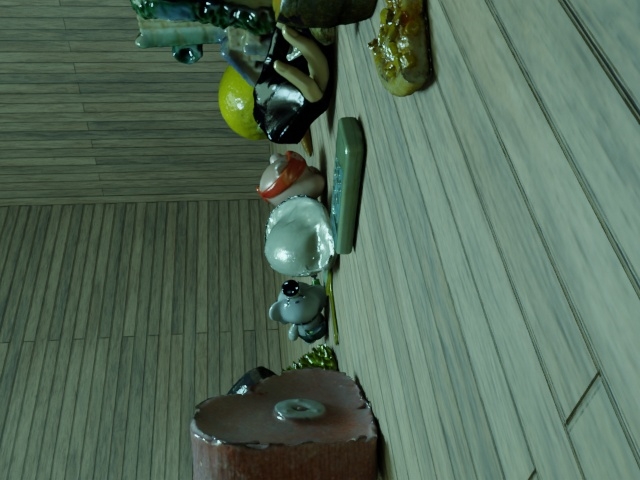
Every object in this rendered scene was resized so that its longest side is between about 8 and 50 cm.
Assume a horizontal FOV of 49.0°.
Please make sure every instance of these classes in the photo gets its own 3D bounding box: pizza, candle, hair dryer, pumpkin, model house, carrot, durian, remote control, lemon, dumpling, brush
[{"bbox_3d":[0.084,-0.220,0.751,0.178,0.041,0.130,-100,12,-50],"label":"pizza"},{"bbox_3d":[-0.027,0.315,1.104,0.317,0.287,0.131,-17,-73,-52],"label":"candle"},{"bbox_3d":[-0.161,0.460,1.471,0.303,0.120,0.359,-57,25,10],"label":"hair dryer"},{"bbox_3d":[-0.003,-0.404,1.059,0.317,0.139,0.221,-111,23,-62],"label":"pumpkin"},{"bbox_3d":[-0.247,-0.586,1.772,0.400,0.446,0.394,107,158,-65],"label":"model house"},{"bbox_3d":[-0.046,-0.293,1.856,0.048,0.048,0.216,96,165,-51],"label":"carrot"},{"bbox_3d":[0.002,0.355,1.484,0.169,0.158,0.351,49,-161,-36],"label":"durian"},{"bbox_3d":[0.042,-0.089,1.167,0.098,0.038,0.233,-98,8,-46],"label":"remote control"},{"bbox_3d":[-0.184,-0.443,2.110,0.245,0.245,0.319,97,168,-55],"label":"lemon"},{"bbox_3d":[-0.039,-0.011,1.483,0.247,0.142,0.172,5,100,50],"label":"dumpling"},{"bbox_3d":[0.024,0.134,1.505,0.083,0.011,0.205,97,168,-51],"label":"brush"}]

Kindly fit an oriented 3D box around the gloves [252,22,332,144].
[{"bbox_3d":[-0.050,-0.347,1.401,0.197,0.152,0.301,55,147,37],"label":"gloves"}]

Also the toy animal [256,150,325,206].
[{"bbox_3d":[-0.064,-0.107,1.607,0.171,0.171,0.197,-109,11,-69],"label":"toy animal"}]

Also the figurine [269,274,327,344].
[{"bbox_3d":[-0.044,0.158,1.623,0.126,0.147,0.192,53,169,46],"label":"figurine"}]
